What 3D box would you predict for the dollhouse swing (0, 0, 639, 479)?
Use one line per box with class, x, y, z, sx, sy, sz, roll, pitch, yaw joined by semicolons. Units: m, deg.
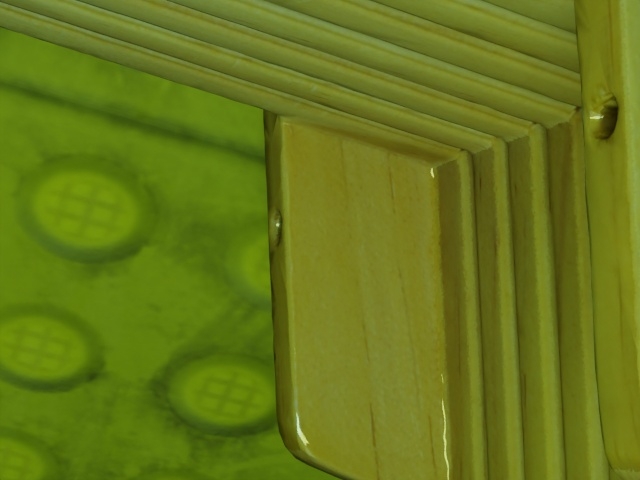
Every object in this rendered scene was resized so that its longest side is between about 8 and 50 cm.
dollhouse swing;0.000;0.000;0.580;0.305;0.315;0.347;0;175;-22
